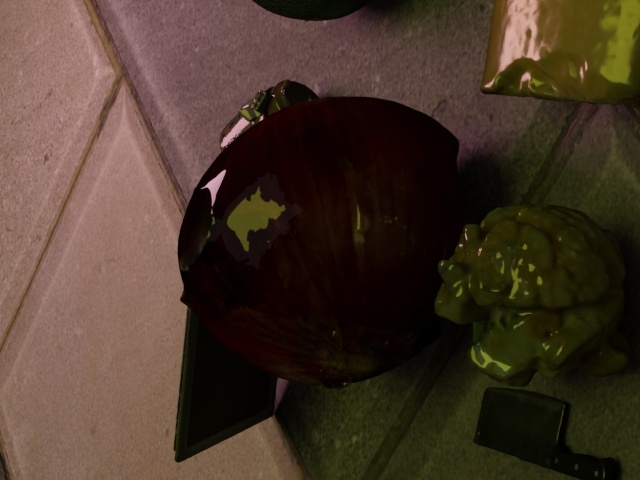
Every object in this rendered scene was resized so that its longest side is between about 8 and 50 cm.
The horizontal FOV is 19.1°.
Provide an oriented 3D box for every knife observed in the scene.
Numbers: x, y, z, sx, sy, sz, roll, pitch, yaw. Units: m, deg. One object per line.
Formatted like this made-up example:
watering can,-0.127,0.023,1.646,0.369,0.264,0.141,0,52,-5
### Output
knife,0.225,0.194,1.921,0.245,0.019,0.072,13,92,62

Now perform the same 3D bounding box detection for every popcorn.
popcorn,0.213,0.058,1.849,0.185,0.167,0.187,-1,117,36

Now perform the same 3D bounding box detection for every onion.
onion,0.000,0.008,2.078,0.341,0.341,0.341,-24,62,55

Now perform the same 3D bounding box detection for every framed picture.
framed picture,-0.103,0.100,2.281,0.018,0.231,0.293,14,106,26

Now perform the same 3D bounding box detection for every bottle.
bottle,-0.057,-0.150,2.421,0.152,0.099,0.099,-41,48,46

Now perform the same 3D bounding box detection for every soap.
soap,0.285,-0.340,1.875,0.306,0.115,0.427,18,96,64

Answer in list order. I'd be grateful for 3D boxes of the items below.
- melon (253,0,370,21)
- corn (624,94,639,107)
melon,-0.014,-0.358,2.320,0.287,0.182,0.182,11,92,58
corn,0.321,-0.166,1.851,0.083,0.028,0.027,-63,40,34
